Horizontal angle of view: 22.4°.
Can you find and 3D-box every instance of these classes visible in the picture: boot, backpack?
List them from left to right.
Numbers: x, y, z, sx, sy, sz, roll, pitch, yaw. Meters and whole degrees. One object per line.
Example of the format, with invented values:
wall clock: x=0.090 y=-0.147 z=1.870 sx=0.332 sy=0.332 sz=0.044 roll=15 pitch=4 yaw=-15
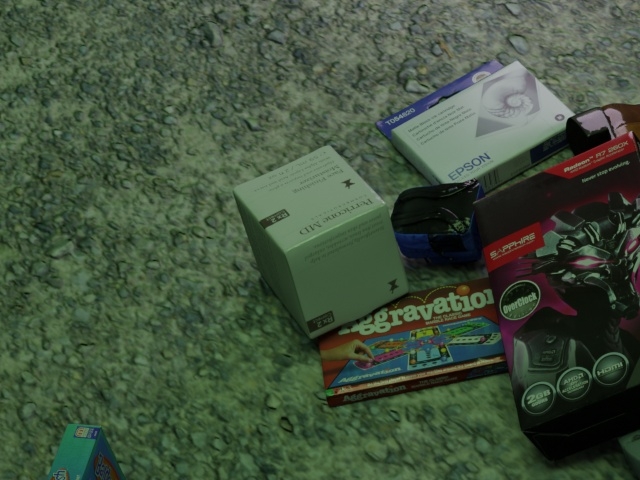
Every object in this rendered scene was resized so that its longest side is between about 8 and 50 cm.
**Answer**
backpack: x=0.157 y=-0.016 z=2.145 sx=0.120 sy=0.101 sz=0.098 roll=-1 pitch=46 yaw=22
boot: x=0.511 y=-0.114 z=2.182 sx=0.280 sy=0.096 sz=0.264 roll=-16 pitch=39 yaw=-11

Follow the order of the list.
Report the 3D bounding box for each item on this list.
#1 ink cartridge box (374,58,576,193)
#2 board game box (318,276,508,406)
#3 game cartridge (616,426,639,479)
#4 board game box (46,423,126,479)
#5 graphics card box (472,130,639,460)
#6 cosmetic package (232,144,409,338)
ink cartridge box: x=0.221 y=-0.170 z=2.307 sx=0.223 sy=0.045 sz=0.224 roll=-30 pitch=48 yaw=-14
board game box: x=0.138 y=0.124 z=2.074 sx=0.281 sy=0.027 sz=0.145 roll=-12 pitch=45 yaw=3
game cartridge: x=0.452 y=0.218 z=1.788 sx=0.196 sy=0.060 sz=0.294 roll=-26 pitch=10 yaw=-12
board game box: x=-0.285 y=0.345 z=1.884 sx=0.047 sy=0.160 sz=0.210 roll=3 pitch=49 yaw=16
graphics card box: x=0.328 y=0.062 z=1.958 sx=0.232 sy=0.094 sz=0.371 roll=-24 pitch=47 yaw=19
cosmetic package: x=0.000 y=0.000 z=2.112 sx=0.151 sy=0.151 sz=0.184 roll=-26 pitch=36 yaw=-12
